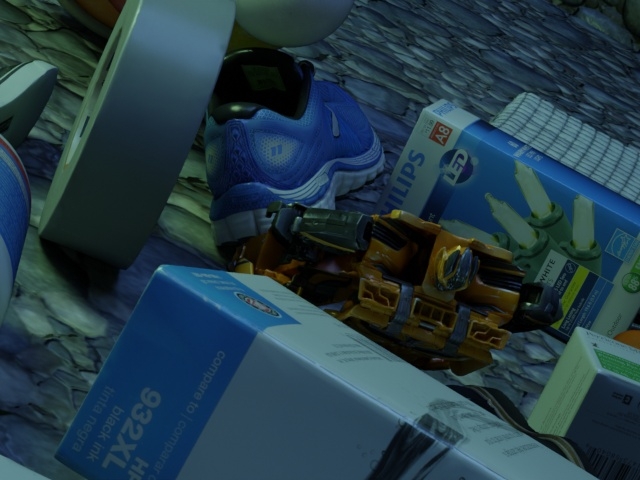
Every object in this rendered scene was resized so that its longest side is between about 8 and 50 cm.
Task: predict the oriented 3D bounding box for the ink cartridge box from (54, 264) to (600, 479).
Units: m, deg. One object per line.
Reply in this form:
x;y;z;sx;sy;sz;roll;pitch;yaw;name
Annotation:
0.037;0.145;1.122;0.307;0.129;0.223;30;4;14;ink cartridge box

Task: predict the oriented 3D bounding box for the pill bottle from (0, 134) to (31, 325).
-0.245;0.009;1.189;0.124;0.124;0.221;22;18;-12;pill bottle

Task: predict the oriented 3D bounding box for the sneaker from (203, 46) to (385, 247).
-0.025;-0.104;1.705;0.129;0.147;0.330;-8;13;11;sneaker

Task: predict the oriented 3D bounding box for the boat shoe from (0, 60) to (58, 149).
-0.274;-0.109;1.551;0.070;0.078;0.219;29;20;6;boat shoe

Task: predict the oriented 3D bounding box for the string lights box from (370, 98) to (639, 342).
0.188;-0.011;1.814;0.259;0.133;0.077;29;19;10;string lights box

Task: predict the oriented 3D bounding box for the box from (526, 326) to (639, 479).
0.226;0.140;1.502;0.101;0.102;0.087;21;17;-11;box

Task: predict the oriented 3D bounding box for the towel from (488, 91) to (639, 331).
0.275;-0.021;1.995;0.283;0.121;0.235;30;20;5;towel

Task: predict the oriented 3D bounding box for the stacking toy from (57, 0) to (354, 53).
-0.076;-0.275;1.807;0.350;0.351;0.480;18;17;-24;stacking toy

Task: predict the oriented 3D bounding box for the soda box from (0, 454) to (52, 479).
-0.090;0.193;0.983;0.216;0.069;0.074;27;18;0;soda box

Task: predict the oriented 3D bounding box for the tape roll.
-0.138;-0.092;1.459;0.072;0.219;0.219;23;18;-11;tape roll

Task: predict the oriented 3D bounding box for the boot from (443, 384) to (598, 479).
0.093;0.153;1.356;0.137;0.077;0.198;11;10;-28;boot

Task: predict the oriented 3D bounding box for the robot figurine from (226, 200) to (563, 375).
0.040;0.040;1.356;0.211;0.085;0.291;20;-10;-16;robot figurine

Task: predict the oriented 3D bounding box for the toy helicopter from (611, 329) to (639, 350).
0.399;0.074;1.591;0.235;0.355;0.140;42;53;9;toy helicopter
